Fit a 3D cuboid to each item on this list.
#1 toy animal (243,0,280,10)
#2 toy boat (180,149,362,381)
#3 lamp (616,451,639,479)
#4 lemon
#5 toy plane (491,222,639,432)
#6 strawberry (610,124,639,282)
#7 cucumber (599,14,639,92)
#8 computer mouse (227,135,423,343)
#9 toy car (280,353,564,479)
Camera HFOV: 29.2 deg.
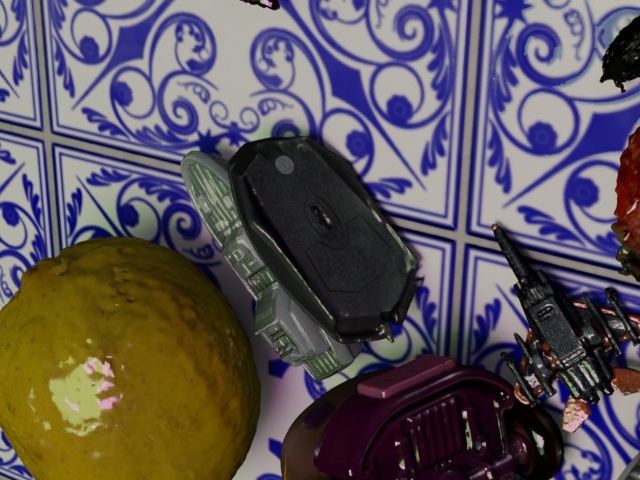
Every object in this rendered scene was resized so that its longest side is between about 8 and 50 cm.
[{"bbox_3d":[-0.113,-0.288,1.027,0.260,0.243,0.087,27,87,32],"label":"toy animal"},{"bbox_3d":[-0.057,0.023,1.197,0.260,0.085,0.078,56,138,0],"label":"toy boat"},{"bbox_3d":[0.353,0.269,0.953,0.374,0.205,0.272,41,172,-35],"label":"lamp"},{"bbox_3d":[-0.192,0.145,1.235,0.268,0.268,0.322,-5,120,34],"label":"lemon"},{"bbox_3d":[0.200,0.066,1.065,0.130,0.061,0.189,-34,87,15],"label":"toy plane"},{"bbox_3d":[0.290,-0.079,0.909,0.236,0.175,0.107,-42,48,6],"label":"strawberry"},{"bbox_3d":[0.280,-0.169,0.918,0.181,0.053,0.053,-32,91,39],"label":"cucumber"},{"bbox_3d":[-0.003,0.002,1.142,0.231,0.126,0.071,51,146,5],"label":"computer mouse"},{"bbox_3d":[0.069,0.268,1.146,0.240,0.271,0.341,8,111,55],"label":"toy car"}]
